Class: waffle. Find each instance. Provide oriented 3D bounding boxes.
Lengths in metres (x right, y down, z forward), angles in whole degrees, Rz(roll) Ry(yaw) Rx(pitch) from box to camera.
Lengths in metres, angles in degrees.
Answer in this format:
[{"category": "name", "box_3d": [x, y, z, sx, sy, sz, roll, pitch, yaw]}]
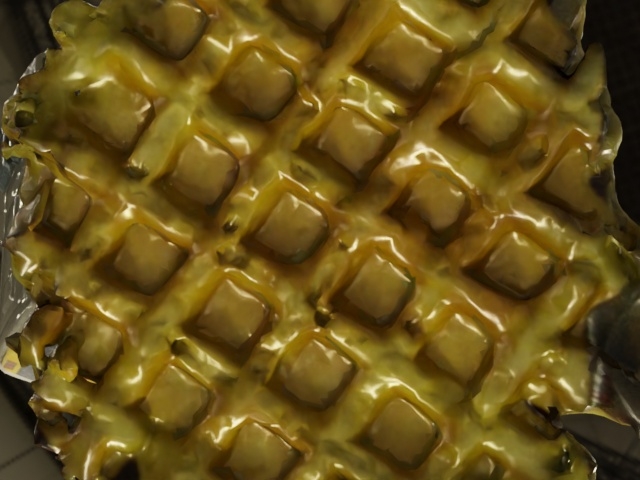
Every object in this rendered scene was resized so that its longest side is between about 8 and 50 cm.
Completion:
[{"category": "waffle", "box_3d": [0.000, 0.000, 0.715, 0.379, 0.382, 0.095, -7, 180, 1]}]

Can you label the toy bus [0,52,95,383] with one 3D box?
[{"category": "toy bus", "box_3d": [-0.200, -0.022, 1.033, 0.138, 0.097, 0.343, 17, -142, -27]}]
